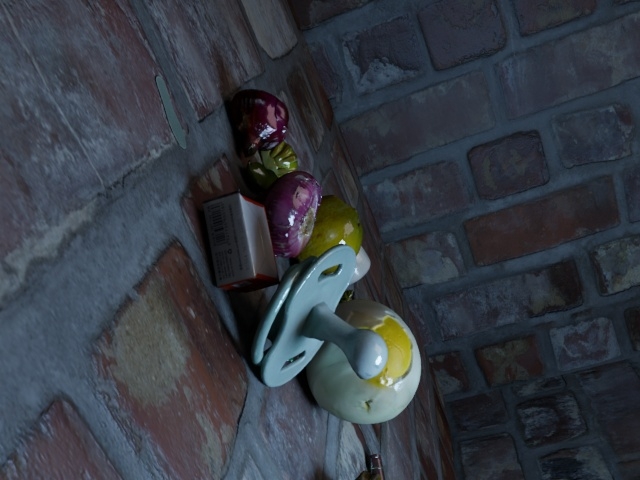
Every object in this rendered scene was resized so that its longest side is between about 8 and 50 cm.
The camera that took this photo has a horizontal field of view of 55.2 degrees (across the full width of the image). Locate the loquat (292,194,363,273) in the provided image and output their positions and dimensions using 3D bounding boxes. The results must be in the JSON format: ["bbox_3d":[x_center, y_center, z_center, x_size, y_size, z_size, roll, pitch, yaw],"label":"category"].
[{"bbox_3d":[0.000,0.000,1.697,0.213,0.246,0.213,36,-14,11],"label":"loquat"}]

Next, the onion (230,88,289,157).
[{"bbox_3d":[-0.150,-0.296,1.582,0.173,0.136,0.198,53,25,-46],"label":"onion"}]

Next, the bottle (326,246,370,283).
[{"bbox_3d":[0.047,0.018,1.964,0.236,0.148,0.147,58,18,-23],"label":"bottle"}]

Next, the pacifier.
[{"bbox_3d":[0.010,0.183,1.227,0.288,0.269,0.343,-17,131,-55],"label":"pacifier"}]

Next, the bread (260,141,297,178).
[{"bbox_3d":[-0.112,-0.227,1.746,0.083,0.095,0.157,-78,156,-72],"label":"bread"}]

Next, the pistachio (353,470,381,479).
[{"bbox_3d":[0.099,0.640,1.355,0.260,0.163,0.212,76,27,-51],"label":"pistachio"}]

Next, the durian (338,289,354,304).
[{"bbox_3d":[0.041,0.200,1.850,0.108,0.119,0.186,37,-15,23],"label":"durian"}]

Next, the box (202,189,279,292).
[{"bbox_3d":[-0.162,0.008,1.231,0.133,0.099,0.182,24,51,-72],"label":"box"}]

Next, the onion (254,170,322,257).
[{"bbox_3d":[-0.094,-0.072,1.513,0.230,0.164,0.230,-62,168,-23],"label":"onion"}]

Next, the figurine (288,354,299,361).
[{"bbox_3d":[-0.050,0.224,1.467,0.187,0.083,0.083,-101,166,-51],"label":"figurine"}]

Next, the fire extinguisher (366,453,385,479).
[{"bbox_3d":[0.161,0.696,1.754,0.078,0.045,0.157,18,51,-39],"label":"fire extinguisher"}]

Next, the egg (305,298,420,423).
[{"bbox_3d":[0.103,0.290,1.522,0.345,0.283,0.283,-88,157,-63],"label":"egg"}]

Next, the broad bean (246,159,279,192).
[{"bbox_3d":[-0.126,-0.132,1.641,0.318,0.056,0.098,54,23,-57],"label":"broad bean"}]

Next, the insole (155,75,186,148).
[{"bbox_3d":[-0.298,-0.255,1.224,0.053,0.002,0.152,-25,97,-76],"label":"insole"}]
